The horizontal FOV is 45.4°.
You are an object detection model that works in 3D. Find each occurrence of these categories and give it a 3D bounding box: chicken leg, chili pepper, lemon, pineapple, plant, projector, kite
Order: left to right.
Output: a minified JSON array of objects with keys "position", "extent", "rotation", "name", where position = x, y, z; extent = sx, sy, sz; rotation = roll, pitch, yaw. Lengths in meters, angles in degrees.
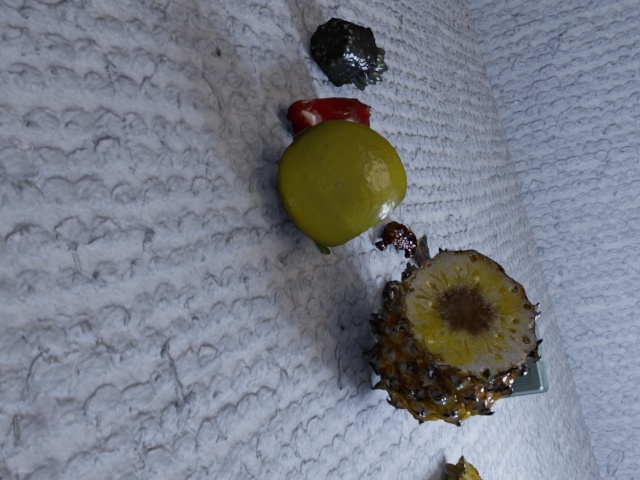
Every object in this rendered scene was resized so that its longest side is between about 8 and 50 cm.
[{"position":[0.001,0.000,1.574],"extent":[0.083,0.017,0.030],"rotation":[62,28,-22],"name":"chili pepper"},{"position":[0.011,-0.237,1.647],"extent":[0.252,0.136,0.144],"rotation":[-7,127,-53],"name":"chili pepper"},{"position":[0.030,-0.123,1.460],"extent":[0.219,0.240,0.240],"rotation":[53,31,-13],"name":"lemon"},{"position":[0.069,-0.441,1.822],"extent":[0.194,0.132,0.129],"rotation":[21,61,-52],"name":"plant"},{"position":[0.193,-0.005,1.915],"extent":[0.219,0.048,0.090],"rotation":[16,59,-60],"name":"chicken leg"},{"position":[0.274,0.031,2.096],"extent":[0.159,0.010,0.190],"rotation":[68,25,-9],"name":"kite"},{"position":[0.259,0.210,1.590],"extent":[0.352,0.300,0.353],"rotation":[10,53,-14],"name":"pineapple"},{"position":[0.455,0.324,2.011],"extent":[0.099,0.256,0.192],"rotation":[24,56,-57],"name":"projector"}]

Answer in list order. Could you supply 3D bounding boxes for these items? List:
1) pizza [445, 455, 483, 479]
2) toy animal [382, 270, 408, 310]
[{"position":[0.351,0.677,1.740],"extent":[0.440,0.130,0.406],"rotation":[41,22,-17],"name":"pizza"},{"position":[0.209,0.161,1.818],"extent":[0.232,0.084,0.148],"rotation":[23,57,-62],"name":"toy animal"}]
